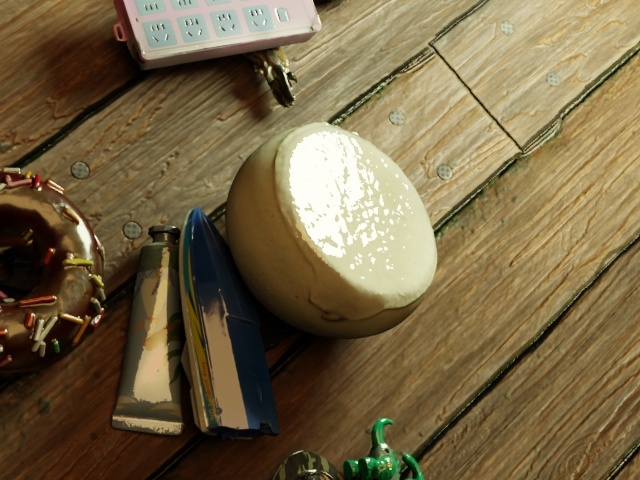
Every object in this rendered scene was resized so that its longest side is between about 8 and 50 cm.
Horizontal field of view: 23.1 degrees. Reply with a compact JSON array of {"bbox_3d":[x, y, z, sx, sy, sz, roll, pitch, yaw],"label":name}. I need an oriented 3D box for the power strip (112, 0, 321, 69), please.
[{"bbox_3d":[-0.133,-0.294,2.034,0.279,0.037,0.109,-13,74,-24],"label":"power strip"}]

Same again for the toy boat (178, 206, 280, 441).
[{"bbox_3d":[-0.127,0.098,1.899,0.088,0.129,0.295,-18,73,20],"label":"toy boat"}]

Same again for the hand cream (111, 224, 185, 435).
[{"bbox_3d":[-0.199,0.108,1.905,0.088,0.055,0.256,9,74,-15],"label":"hand cream"}]

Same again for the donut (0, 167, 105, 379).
[{"bbox_3d":[-0.375,0.034,1.829,0.270,0.103,0.269,7,68,-17],"label":"donut"}]

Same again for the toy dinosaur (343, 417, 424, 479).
[{"bbox_3d":[0.084,0.287,1.945,0.096,0.059,0.132,-4,80,-32],"label":"toy dinosaur"}]

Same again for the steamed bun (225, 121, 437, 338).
[{"bbox_3d":[0.000,0.000,1.940,0.283,0.177,0.283,26,46,-31],"label":"steamed bun"}]

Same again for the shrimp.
[{"bbox_3d":[-0.119,-0.257,2.073,0.152,0.046,0.219,-26,77,-29],"label":"shrimp"}]

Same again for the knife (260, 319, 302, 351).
[{"bbox_3d":[-0.036,0.112,1.981,0.121,0.018,0.031,-18,75,-27],"label":"knife"}]

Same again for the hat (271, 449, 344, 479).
[{"bbox_3d":[-0.006,0.312,1.897,0.121,0.050,0.121,7,70,-21],"label":"hat"}]
